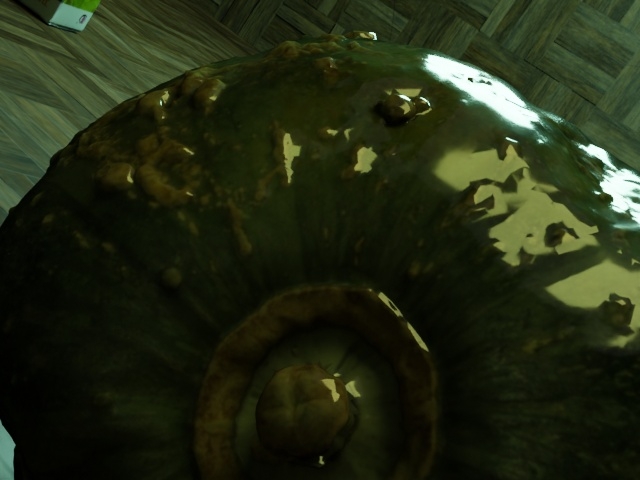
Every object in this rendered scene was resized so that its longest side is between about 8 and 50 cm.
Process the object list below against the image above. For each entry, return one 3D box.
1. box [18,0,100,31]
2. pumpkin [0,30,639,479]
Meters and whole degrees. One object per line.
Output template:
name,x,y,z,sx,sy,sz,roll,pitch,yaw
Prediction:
box,-0.376,-0.491,1.644,0.200,0.299,0.106,36,10,11
pumpkin,0.021,0.057,0.479,0.328,0.291,0.257,48,-1,17
